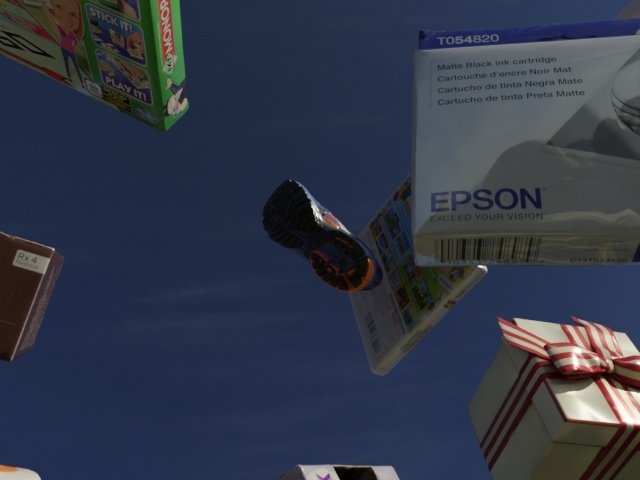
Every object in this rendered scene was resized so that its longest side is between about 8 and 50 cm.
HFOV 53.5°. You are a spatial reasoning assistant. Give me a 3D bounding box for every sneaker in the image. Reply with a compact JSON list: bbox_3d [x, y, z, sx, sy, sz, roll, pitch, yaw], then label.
[{"bbox_3d":[0.000,0.000,0.847,0.083,0.221,0.087,-48,-35,9],"label":"sneaker"}]

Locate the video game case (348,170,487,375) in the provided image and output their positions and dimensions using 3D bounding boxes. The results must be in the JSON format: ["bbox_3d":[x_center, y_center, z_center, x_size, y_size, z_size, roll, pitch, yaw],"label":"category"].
[{"bbox_3d":[0.111,0.033,0.858,0.026,0.227,0.206,22,-58,-28],"label":"video game case"}]

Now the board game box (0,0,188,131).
[{"bbox_3d":[-0.274,-0.248,0.585,0.318,0.046,0.213,26,-32,10],"label":"board game box"}]

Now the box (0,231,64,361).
[{"bbox_3d":[-0.497,0.070,0.940,0.169,0.203,0.166,20,-100,-15],"label":"box"}]

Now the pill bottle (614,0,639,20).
[{"bbox_3d":[0.568,-0.277,0.942,0.264,0.146,0.146,0,-68,-22],"label":"pill bottle"}]

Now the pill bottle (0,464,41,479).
[{"bbox_3d":[-0.448,0.267,0.486,0.392,0.224,0.224,19,-74,-26],"label":"pill bottle"}]

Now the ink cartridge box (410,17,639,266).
[{"bbox_3d":[0.173,-0.087,0.426,0.224,0.223,0.045,-1,-32,10],"label":"ink cartridge box"}]

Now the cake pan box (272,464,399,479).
[{"bbox_3d":[-0.049,0.317,0.652,0.267,0.070,0.246,-36,-28,10],"label":"cake pan box"}]

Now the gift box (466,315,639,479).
[{"bbox_3d":[0.397,0.266,1.043,0.255,0.276,0.258,7,-56,-17],"label":"gift box"}]
